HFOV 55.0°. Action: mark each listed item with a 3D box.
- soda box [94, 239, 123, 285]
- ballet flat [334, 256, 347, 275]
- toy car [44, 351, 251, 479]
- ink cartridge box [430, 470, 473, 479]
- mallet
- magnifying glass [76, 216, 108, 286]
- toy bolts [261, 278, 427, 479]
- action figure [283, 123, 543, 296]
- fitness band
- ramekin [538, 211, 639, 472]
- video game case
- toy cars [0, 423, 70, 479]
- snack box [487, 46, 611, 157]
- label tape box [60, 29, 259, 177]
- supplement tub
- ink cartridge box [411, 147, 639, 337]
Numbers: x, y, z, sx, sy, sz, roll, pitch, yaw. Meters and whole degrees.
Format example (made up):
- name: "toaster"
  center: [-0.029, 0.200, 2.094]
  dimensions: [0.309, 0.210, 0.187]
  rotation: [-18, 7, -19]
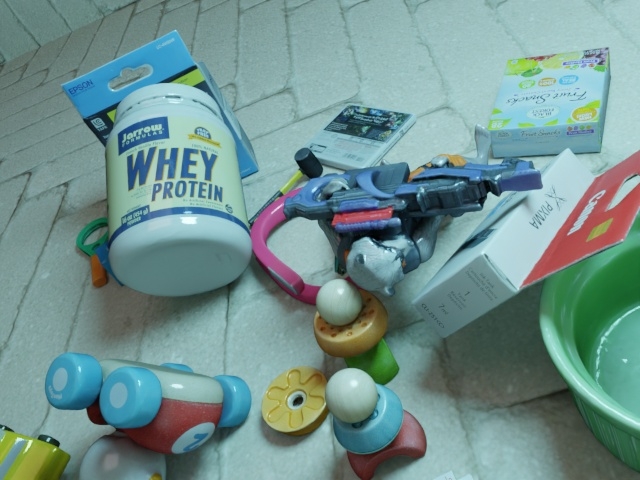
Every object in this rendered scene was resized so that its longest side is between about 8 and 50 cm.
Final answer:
- name: "soda box"
  center: [-0.343, -0.006, 1.244]
  dimensions: [0.210, 0.071, 0.067]
  rotation: [-37, 41, -10]
- name: "ballet flat"
  center: [0.053, -0.020, 0.965]
  dimensions: [0.070, 0.070, 0.188]
  rotation: [-16, 44, 16]
- name: "toy car"
  center: [-0.240, 0.285, 0.821]
  dimensions: [0.210, 0.219, 0.237]
  rotation: [4, 79, 32]
- name: "ink cartridge box"
  center: [0.136, 0.291, 0.681]
  dimensions: [0.083, 0.028, 0.048]
  rotation: [-27, 40, 2]
- name: "mallet"
  center: [-0.076, -0.105, 1.199]
  dimensions: [0.190, 0.062, 0.039]
  rotation: [-42, 40, -15]
- name: "magnifying glass"
  center: [-0.485, 0.023, 1.338]
  dimensions: [0.092, 0.026, 0.231]
  rotation: [-30, 38, -1]
- name: "toy bolts"
  center: [0.011, 0.177, 0.773]
  dimensions: [0.218, 0.158, 0.228]
  rotation: [-29, 39, 0]
- name: "action figure"
  center: [0.146, -0.039, 0.843]
  dimensions: [0.342, 0.178, 0.330]
  rotation: [0, 32, 34]
- name: "fitness band"
  center: [0.000, 0.000, 1.057]
  dimensions: [0.209, 0.054, 0.291]
  rotation: [-37, 41, -14]
- name: "ramekin"
  center: [0.393, 0.107, 0.631]
  dimensions: [0.304, 0.148, 0.303]
  rotation: [-17, 41, 15]
- name: "video game case"
  center: [0.073, -0.213, 1.259]
  dimensions: [0.190, 0.022, 0.173]
  rotation: [21, 61, 44]
- name: "toy cars"
  center: [-0.425, 0.377, 0.837]
  dimensions: [0.177, 0.087, 0.393]
  rotation: [-31, 47, -12]
- name: "snack box"
  center: [0.397, -0.238, 1.057]
  dimensions: [0.175, 0.070, 0.207]
  rotation: [0, 50, 30]
- name: "label tape box"
  center: [-0.315, -0.244, 1.263]
  dimensions: [0.249, 0.347, 0.115]
  rotation: [-25, 40, 5]
- name: "supplement tub"
  center: [-0.255, -0.089, 1.087]
  dimensions: [0.236, 0.235, 0.324]
  rotation: [-19, 61, 12]
- name: "ink cartridge box"
  center: [0.271, -0.031, 0.741]
  dimensions: [0.296, 0.066, 0.261]
  rotation: [-40, -3, -42]
